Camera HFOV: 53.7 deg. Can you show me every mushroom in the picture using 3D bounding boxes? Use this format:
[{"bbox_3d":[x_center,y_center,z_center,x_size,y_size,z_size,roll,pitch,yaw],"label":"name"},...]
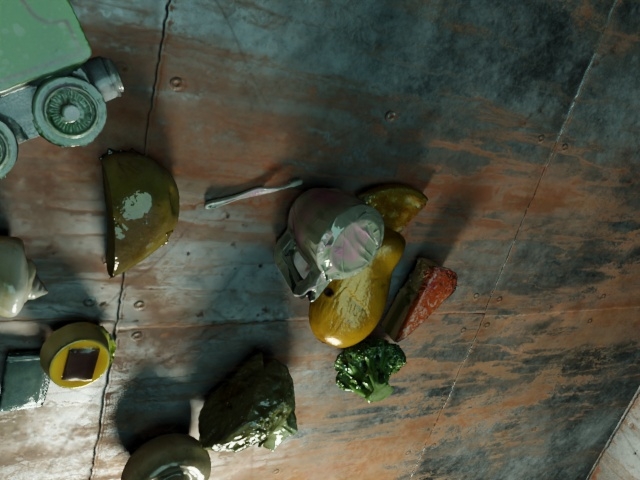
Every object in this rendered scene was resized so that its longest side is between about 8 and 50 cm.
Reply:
[{"bbox_3d":[-0.332,0.540,1.404,0.204,0.204,0.204,-14,124,-22],"label":"mushroom"}]

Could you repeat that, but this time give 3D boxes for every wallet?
[{"bbox_3d":[-0.567,0.268,1.217,0.088,0.026,0.129,3,115,-38],"label":"wallet"}]

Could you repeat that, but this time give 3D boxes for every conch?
[{"bbox_3d":[-0.573,0.034,1.035,0.255,0.127,0.158,34,130,-17],"label":"conch"}]

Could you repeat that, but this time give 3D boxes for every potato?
[{"bbox_3d":[-0.316,-0.037,1.132,0.138,0.098,0.243,-8,123,-27],"label":"potato"}]

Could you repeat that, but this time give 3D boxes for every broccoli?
[{"bbox_3d":[0.123,0.311,1.546,0.196,0.156,0.195,-9,118,-17],"label":"broccoli"}]

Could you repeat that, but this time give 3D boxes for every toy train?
[{"bbox_3d":[-0.455,-0.231,0.896,0.307,0.173,0.248,-25,118,-14],"label":"toy train"}]

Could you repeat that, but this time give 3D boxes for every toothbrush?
[{"bbox_3d":[-0.130,-0.093,1.247,0.204,0.022,0.017,-17,125,-19],"label":"toothbrush"}]

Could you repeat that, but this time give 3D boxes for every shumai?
[{"bbox_3d":[-0.138,0.402,1.437,0.256,0.189,0.218,-41,128,5],"label":"shumai"}]

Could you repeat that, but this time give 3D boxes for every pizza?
[{"bbox_3d":[0.159,-0.050,1.426,0.185,0.036,0.176,-12,125,-26],"label":"pizza"}]

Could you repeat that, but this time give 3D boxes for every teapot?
[{"bbox_3d":[0.012,-0.001,1.289,0.163,0.178,0.221,3,115,-38],"label":"teapot"}]

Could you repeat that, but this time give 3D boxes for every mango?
[{"bbox_3d":[0.075,0.099,1.401,0.177,0.120,0.294,22,96,-23],"label":"mango"}]

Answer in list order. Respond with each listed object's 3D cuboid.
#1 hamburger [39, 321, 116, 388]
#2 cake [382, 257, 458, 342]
[{"bbox_3d":[-0.460,0.216,1.208,0.141,0.081,0.126,-10,120,-29],"label":"hamburger"},{"bbox_3d":[0.254,0.148,1.565,0.117,0.086,0.220,11,111,-31],"label":"cake"}]
